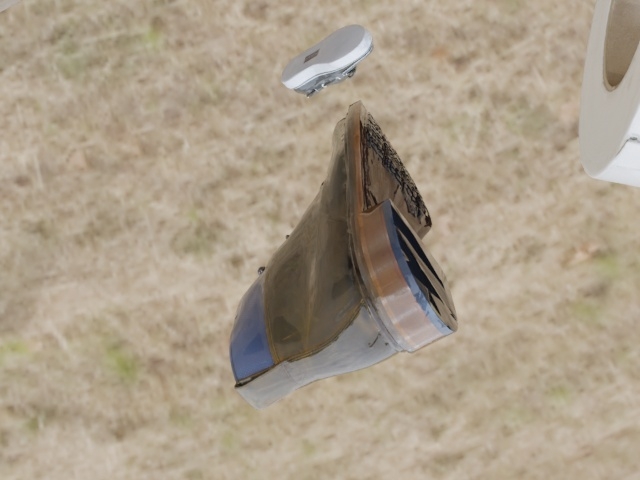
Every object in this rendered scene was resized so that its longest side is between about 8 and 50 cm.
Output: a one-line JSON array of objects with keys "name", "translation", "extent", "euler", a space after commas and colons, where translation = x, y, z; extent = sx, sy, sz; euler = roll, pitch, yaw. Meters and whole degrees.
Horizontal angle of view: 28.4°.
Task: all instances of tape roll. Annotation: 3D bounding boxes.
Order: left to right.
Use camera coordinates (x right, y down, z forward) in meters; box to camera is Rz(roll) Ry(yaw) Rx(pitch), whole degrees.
[{"name": "tape roll", "translation": [0.348, -0.245, 1.289], "extent": [0.072, 0.392, 0.392], "euler": [11, 142, 0]}]

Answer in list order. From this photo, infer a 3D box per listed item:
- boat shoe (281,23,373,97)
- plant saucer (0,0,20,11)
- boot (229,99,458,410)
[{"name": "boat shoe", "translation": [0.014, -0.181, 1.288], "extent": [0.040, 0.049, 0.142], "euler": [34, 154, -26]}, {"name": "plant saucer", "translation": [-0.188, -0.200, 0.499], "extent": [0.278, 0.041, 0.278], "euler": [-19, 140, -16]}, {"name": "boot", "translation": [0.000, 0.000, 0.666], "extent": [0.106, 0.219, 0.082], "euler": [-31, 115, 13]}]
